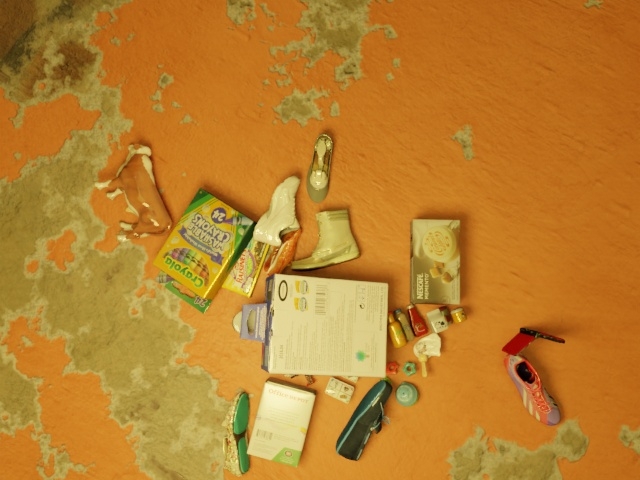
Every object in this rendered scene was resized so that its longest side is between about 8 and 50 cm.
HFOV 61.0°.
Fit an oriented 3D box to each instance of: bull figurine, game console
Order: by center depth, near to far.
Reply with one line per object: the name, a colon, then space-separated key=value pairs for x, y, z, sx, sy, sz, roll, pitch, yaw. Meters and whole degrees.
game console: x=0.605 y=0.299 z=1.550 sx=0.124 sy=0.144 sz=0.085 roll=16 pitch=87 yaw=4
bull figurine: x=-0.570 y=-0.146 z=1.669 sx=0.188 sy=0.101 sz=0.311 roll=-24 pitch=82 yaw=4

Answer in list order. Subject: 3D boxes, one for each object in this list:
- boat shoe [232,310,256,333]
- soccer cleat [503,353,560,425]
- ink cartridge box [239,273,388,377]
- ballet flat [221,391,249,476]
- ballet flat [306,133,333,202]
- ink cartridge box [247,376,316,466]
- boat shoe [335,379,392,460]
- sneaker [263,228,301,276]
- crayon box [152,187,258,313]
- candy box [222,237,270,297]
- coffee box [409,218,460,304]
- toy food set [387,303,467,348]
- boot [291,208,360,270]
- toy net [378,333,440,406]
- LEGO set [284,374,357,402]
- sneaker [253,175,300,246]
boat shoe: x=-0.131 y=0.231 z=1.620 sx=0.267 sy=0.088 sz=0.096 roll=-12 pitch=84 yaw=-16
soccer cleat: x=0.612 y=0.431 z=1.557 sx=0.083 sy=0.095 sz=0.248 roll=-31 pitch=89 yaw=0
ink cartridge box: x=-0.020 y=0.237 z=1.523 sx=0.395 sy=0.151 sz=0.270 roll=6 pitch=79 yaw=-15
ballet flat: x=-0.256 y=0.570 z=1.602 sx=0.077 sy=0.091 sz=0.241 roll=-5 pitch=80 yaw=25
ballet flat: x=-0.004 y=-0.224 z=1.663 sx=0.072 sy=0.068 sz=0.213 roll=7 pitch=86 yaw=4
ink cartridge box: x=-0.110 y=0.526 z=1.590 sx=0.154 sy=0.093 sz=0.213 roll=14 pitch=87 yaw=3
boat shoe: x=0.142 y=0.525 z=1.587 sx=0.089 sy=0.109 sz=0.258 roll=32 pitch=104 yaw=-2
sneaker: x=-0.107 y=0.036 z=1.658 sx=0.067 sy=0.064 sz=0.175 roll=38 pitch=79 yaw=-31
crayon box: x=-0.356 y=0.033 z=1.636 sx=0.203 sy=0.083 sz=0.323 roll=31 pitch=89 yaw=12
candy box: x=-0.227 y=0.062 z=1.670 sx=0.105 sy=0.027 sz=0.206 roll=19 pitch=86 yaw=8
coffee box: x=0.335 y=0.065 z=1.606 sx=0.141 sy=0.098 sz=0.247 roll=2 pitch=85 yaw=3
toy food set: x=0.299 y=0.224 z=1.588 sx=0.232 sy=0.111 sz=0.105 roll=-21 pitch=83 yaw=-6
boot: x=0.000 y=0.000 z=1.640 sx=0.213 sy=0.077 sz=0.165 roll=-14 pitch=85 yaw=-4
toy net: x=0.274 y=0.370 z=1.615 sx=0.122 sy=0.045 sz=0.232 roll=30 pitch=84 yaw=32
LEGO set: x=0.003 y=0.356 z=1.636 sx=0.244 sy=0.060 sz=0.183 roll=23 pitch=75 yaw=3
sneaker: x=-0.104 y=-0.081 z=1.637 sx=0.115 sy=0.090 sz=0.232 roll=25 pitch=82 yaw=9
